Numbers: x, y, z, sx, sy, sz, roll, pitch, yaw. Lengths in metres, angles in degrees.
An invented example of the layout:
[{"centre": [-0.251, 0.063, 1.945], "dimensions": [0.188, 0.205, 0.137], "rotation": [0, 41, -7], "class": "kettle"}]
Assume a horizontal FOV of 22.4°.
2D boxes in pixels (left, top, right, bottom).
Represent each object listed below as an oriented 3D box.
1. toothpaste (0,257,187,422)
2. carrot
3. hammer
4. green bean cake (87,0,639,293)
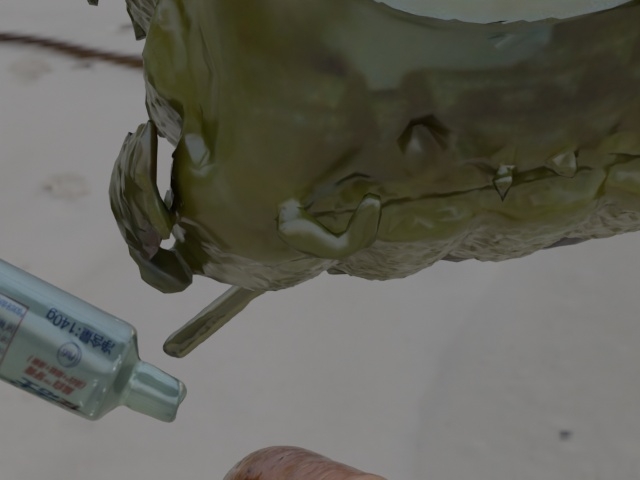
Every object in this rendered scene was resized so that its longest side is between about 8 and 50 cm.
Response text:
[{"centre": [-0.185, 0.018, 0.736], "dimensions": [0.268, 0.069, 0.047], "rotation": [26, 29, -4], "class": "toothpaste"}, {"centre": [-0.013, 0.183, 1.119], "dimensions": [0.087, 0.087, 0.193], "rotation": [-15, -2, -25], "class": "carrot"}, {"centre": [0.000, 0.000, 0.762], "dimensions": [0.195, 0.028, 0.060], "rotation": [-40, 13, 12], "class": "hammer"}, {"centre": [0.054, -0.133, 0.625], "dimensions": [0.310, 0.285, 0.202], "rotation": [-12, -2, -10], "class": "green bean cake"}]
